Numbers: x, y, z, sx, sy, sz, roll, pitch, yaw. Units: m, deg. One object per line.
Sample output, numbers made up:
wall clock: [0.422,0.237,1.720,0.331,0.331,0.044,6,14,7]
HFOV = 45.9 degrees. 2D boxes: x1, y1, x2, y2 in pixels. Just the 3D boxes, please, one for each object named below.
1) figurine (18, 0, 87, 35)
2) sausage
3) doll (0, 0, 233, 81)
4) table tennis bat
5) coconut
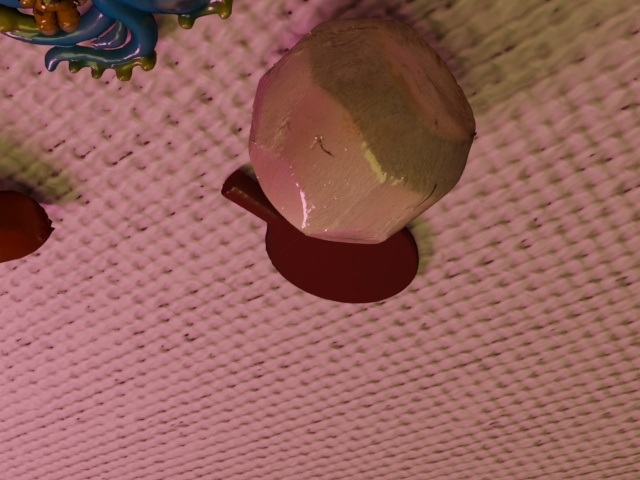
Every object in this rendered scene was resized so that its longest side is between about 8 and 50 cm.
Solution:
figurine: [-0.250,-0.244,0.673,0.101,0.068,0.143,1,145,-35]
sausage: [-0.523,0.002,0.967,0.349,0.097,0.094,-16,143,-25]
doll: [-0.222,-0.305,0.732,0.342,0.098,0.346,2,144,-12]
table tennis bat: [0.000,0.000,1.045,0.310,0.038,0.200,33,130,-25]
coconut: [0.032,-0.109,0.802,0.227,0.227,0.230,35,130,-26]
